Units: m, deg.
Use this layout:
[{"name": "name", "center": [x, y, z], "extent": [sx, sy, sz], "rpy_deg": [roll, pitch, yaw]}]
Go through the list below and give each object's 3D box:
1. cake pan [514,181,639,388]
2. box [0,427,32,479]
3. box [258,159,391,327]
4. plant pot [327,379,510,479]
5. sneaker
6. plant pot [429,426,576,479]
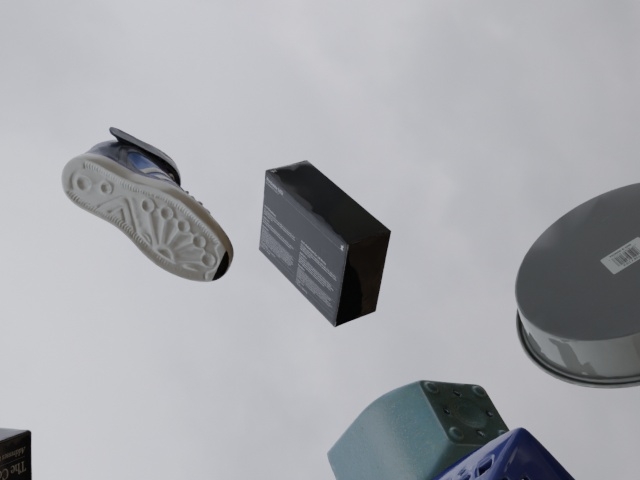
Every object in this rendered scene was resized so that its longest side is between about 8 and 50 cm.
[{"name": "cake pan", "center": [0.343, 0.034, 0.969], "extent": [0.054, 0.293, 0.293], "rpy_deg": [54, -139, -28]}, {"name": "box", "center": [-0.491, 0.394, 0.970], "extent": [0.343, 0.178, 0.313], "rpy_deg": [-7, -83, -71]}, {"name": "box", "center": [0.000, 0.000, 1.588], "extent": [0.103, 0.261, 0.184], "rpy_deg": [-19, -46, -29]}, {"name": "plant pot", "center": [0.199, 0.383, 1.522], "extent": [0.247, 0.252, 0.247], "rpy_deg": [9, -146, -28]}, {"name": "sneaker", "center": [-0.252, -0.069, 1.481], "extent": [0.130, 0.322, 0.236], "rpy_deg": [-62, -7, 22]}, {"name": "plant pot", "center": [0.208, 0.406, 1.051], "extent": [0.236, 0.236, 0.212], "rpy_deg": [48, -137, 5]}]
